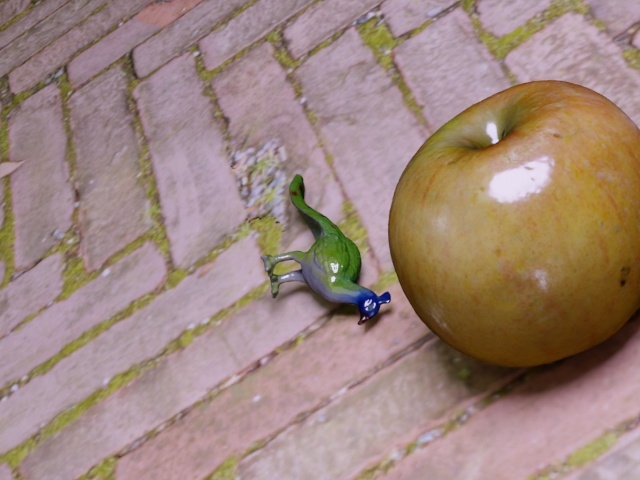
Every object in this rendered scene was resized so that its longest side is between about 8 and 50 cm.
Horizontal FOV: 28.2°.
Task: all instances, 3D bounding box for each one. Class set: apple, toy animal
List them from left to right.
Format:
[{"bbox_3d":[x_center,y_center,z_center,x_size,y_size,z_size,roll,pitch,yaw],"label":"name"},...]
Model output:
[{"bbox_3d":[-0.015,0.006,1.010,0.075,0.041,0.217,-20,32,-10],"label":"toy animal"},{"bbox_3d":[0.133,-0.007,0.817,0.182,0.155,0.182,-26,22,11],"label":"apple"}]
